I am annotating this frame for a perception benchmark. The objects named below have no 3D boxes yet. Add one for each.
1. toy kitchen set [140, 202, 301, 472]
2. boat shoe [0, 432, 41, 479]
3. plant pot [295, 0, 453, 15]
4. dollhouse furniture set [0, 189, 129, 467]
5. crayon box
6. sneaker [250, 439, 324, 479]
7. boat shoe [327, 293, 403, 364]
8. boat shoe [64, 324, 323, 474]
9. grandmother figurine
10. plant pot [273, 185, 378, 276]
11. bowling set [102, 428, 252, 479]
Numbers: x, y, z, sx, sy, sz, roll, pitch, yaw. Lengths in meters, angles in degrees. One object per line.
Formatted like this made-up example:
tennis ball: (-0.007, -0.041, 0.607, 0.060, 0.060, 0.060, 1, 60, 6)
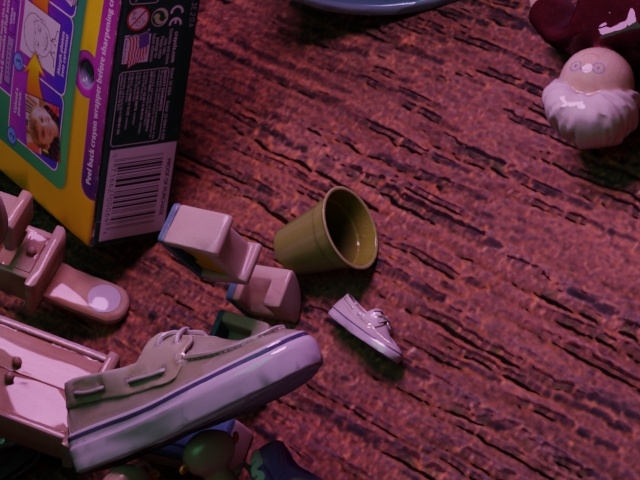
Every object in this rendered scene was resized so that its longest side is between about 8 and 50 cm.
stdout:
toy kitchen set: (-0.131, 0.093, 1.787, 0.122, 0.166, 0.207, 8, 67, 34)
boat shoe: (-0.411, 0.252, 1.912, 0.301, 0.108, 0.102, -28, 50, 6)
plant pot: (0.053, -0.464, 1.927, 0.341, 0.341, 0.334, -18, 46, 22)
dollhouse furniture set: (-0.278, 0.040, 1.750, 0.174, 0.355, 0.303, 20, 56, 7)
crayon box: (-0.261, -0.226, 1.968, 0.313, 0.106, 0.363, 38, 127, 41)
sneaker: (0.028, 0.254, 1.649, 0.104, 0.095, 0.236, -39, 54, -3)
boat shoe: (0.048, 0.080, 1.773, 0.035, 0.035, 0.100, -52, 43, -2)
boat shoe: (-0.129, 0.127, 1.693, 0.302, 0.109, 0.094, -25, 81, 35)
grandmother figurine: (0.282, -0.235, 1.778, 0.208, 0.104, 0.342, -3, 58, 40)
plant pot: (0.000, 0.000, 1.829, 0.079, 0.083, 0.083, -23, 52, 35)
bowling set: (-0.207, 0.274, 1.700, 0.287, 0.154, 0.200, -29, 21, -29)
